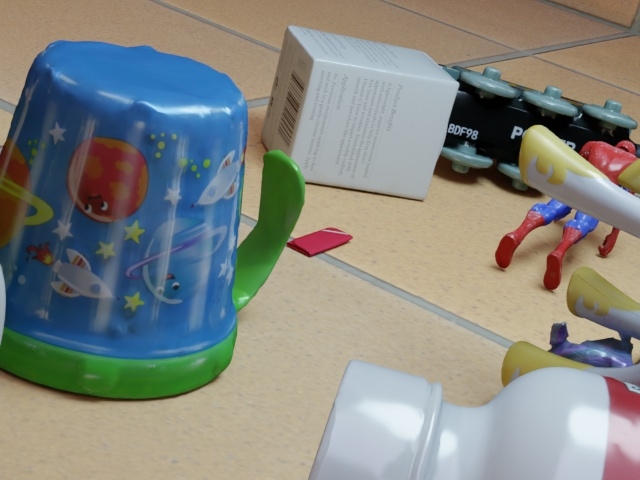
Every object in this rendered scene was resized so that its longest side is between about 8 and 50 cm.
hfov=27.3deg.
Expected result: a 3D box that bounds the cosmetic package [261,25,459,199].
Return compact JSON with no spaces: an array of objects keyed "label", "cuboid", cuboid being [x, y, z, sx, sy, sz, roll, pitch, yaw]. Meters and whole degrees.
[{"label":"cosmetic package","cuboid":[0.043,-0.155,1.583,0.184,0.151,0.151,9,21,-18]}]

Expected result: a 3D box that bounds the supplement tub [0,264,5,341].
[{"label":"supplement tub","cuboid":[-0.376,0.024,0.770,0.338,0.207,0.207,21,22,17]}]

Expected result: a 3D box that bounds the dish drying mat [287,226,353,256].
[{"label":"dish drying mat","cuboid":[0.000,0.000,1.361,0.032,0.008,0.083,26,24,25]}]

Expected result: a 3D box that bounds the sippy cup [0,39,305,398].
[{"label":"sippy cup","cuboid":[-0.158,-0.030,1.029,0.240,0.224,0.305,19,21,9]}]

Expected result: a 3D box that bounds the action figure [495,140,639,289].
[{"label":"action figure","cuboid":[0.293,-0.018,1.518,0.091,0.139,0.280,27,46,22]}]

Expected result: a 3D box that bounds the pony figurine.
[{"label":"pony figurine","cuboid":[0.310,0.078,0.992,0.303,0.351,0.363,0,6,-42]}]

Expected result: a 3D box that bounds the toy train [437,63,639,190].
[{"label":"toy train","cuboid":[0.267,-0.149,1.744,0.334,0.142,0.190,13,13,-16]}]

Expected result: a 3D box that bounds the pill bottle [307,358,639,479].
[{"label":"pill bottle","cuboid":[0.184,0.199,0.672,0.408,0.229,0.229,16,21,4]}]
